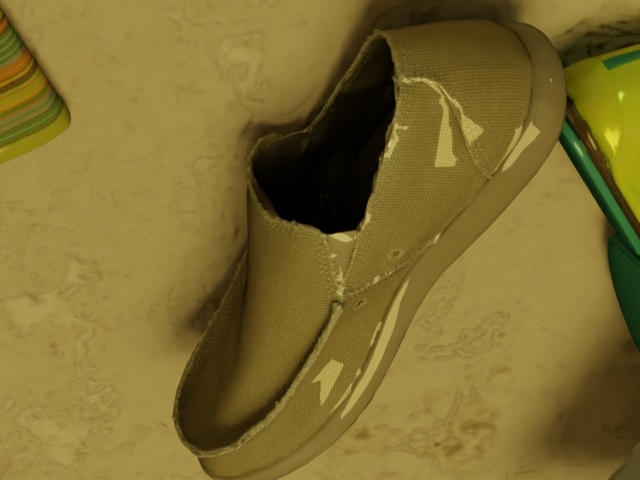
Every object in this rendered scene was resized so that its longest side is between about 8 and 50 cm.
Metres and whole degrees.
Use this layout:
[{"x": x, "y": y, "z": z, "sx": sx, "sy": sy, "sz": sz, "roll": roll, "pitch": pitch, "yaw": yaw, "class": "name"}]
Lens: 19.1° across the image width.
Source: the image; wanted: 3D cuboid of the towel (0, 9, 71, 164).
[{"x": -0.192, "y": -0.104, "z": 0.751, "sx": 0.102, "sy": 0.021, "sz": 0.237, "roll": -25, "pitch": 136, "yaw": 3, "class": "towel"}]

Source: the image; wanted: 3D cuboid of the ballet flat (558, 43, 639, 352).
[{"x": 0.172, "y": -0.009, "z": 0.915, "sx": 0.077, "sy": 0.077, "sz": 0.231, "roll": -32, "pitch": 135, "yaw": -2, "class": "ballet flat"}]

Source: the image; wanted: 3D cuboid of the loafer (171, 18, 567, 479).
[{"x": 0.000, "y": 0.000, "z": 0.860, "sx": 0.092, "sy": 0.102, "sz": 0.268, "roll": 20, "pitch": 118, "yaw": -30, "class": "loafer"}]

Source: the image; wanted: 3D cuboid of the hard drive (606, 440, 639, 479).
[{"x": 0.319, "y": 0.118, "z": 1.043, "sx": 0.353, "sy": 0.047, "sz": 0.233, "roll": 1, "pitch": 138, "yaw": -31, "class": "hard drive"}]
